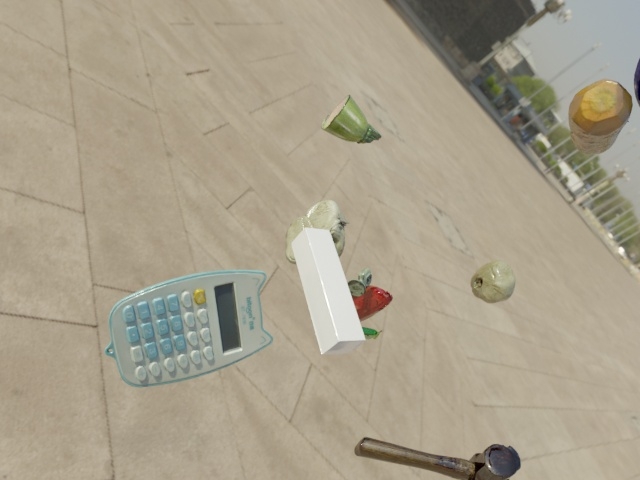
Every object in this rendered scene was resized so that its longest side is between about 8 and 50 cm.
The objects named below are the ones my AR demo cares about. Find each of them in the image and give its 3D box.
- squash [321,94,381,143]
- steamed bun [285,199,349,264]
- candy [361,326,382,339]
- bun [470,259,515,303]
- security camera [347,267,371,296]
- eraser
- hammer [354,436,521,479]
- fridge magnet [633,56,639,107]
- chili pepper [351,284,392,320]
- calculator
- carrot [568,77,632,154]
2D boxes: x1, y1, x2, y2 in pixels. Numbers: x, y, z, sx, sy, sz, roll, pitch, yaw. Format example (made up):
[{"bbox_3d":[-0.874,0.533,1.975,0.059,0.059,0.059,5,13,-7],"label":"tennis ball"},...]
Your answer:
[{"bbox_3d":[0.083,-0.265,1.248,0.132,0.105,0.105,37,27,-17],"label":"squash"},{"bbox_3d":[0.002,-0.001,1.622,0.144,0.211,0.218,51,13,-33],"label":"steamed bun"},{"bbox_3d":[0.111,0.304,1.766,0.178,0.102,0.032,12,71,-4],"label":"candy"},{"bbox_3d":[0.625,0.155,1.937,0.113,0.173,0.166,6,47,-28],"label":"bun"},{"bbox_3d":[0.116,0.110,1.440,0.058,0.058,0.092,51,40,-3],"label":"security camera"},{"bbox_3d":[0.013,0.115,1.232,0.078,0.076,0.298,5,54,-35],"label":"eraser"},{"bbox_3d":[0.296,0.590,1.407,0.409,0.242,0.095,12,47,7],"label":"hammer"},{"bbox_3d":[0.811,-0.376,1.125,0.265,0.265,0.113,41,22,-22],"label":"fridge magnet"},{"bbox_3d":[0.095,0.211,1.625,0.110,0.387,0.110,15,62,-31],"label":"chili pepper"},{"bbox_3d":[-0.303,0.202,1.228,0.386,0.256,0.054,-14,21,-28],"label":"calculator"},{"bbox_3d":[0.584,-0.256,1.104,0.114,0.114,0.302,58,20,14],"label":"carrot"}]
